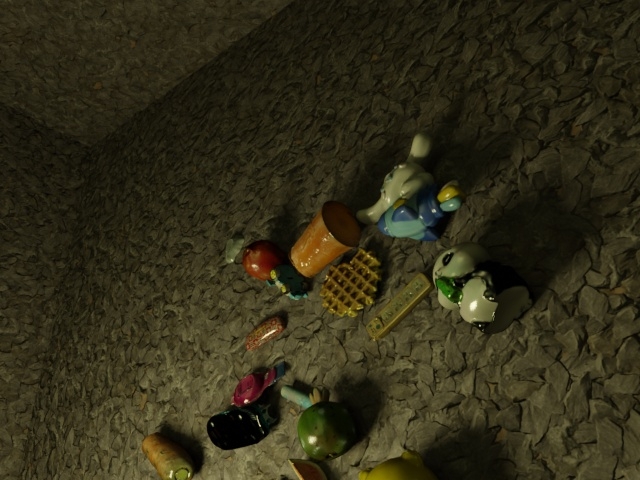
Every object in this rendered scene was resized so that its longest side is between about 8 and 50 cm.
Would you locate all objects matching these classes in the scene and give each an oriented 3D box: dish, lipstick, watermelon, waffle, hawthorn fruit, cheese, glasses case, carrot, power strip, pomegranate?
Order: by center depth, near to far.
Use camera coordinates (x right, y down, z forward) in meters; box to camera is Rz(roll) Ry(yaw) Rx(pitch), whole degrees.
[{"bbox_3d":[0.013,0.562,1.598,0.187,0.187,0.225,-41,37,18],"label":"pomegranate"},{"bbox_3d":[-0.034,0.755,1.608,0.163,0.087,0.069,35,113,53],"label":"watermelon"},{"bbox_3d":[0.251,0.217,1.648,0.305,0.044,0.064,-47,47,13],"label":"power strip"},{"bbox_3d":[-0.066,0.538,1.758,0.158,0.048,0.048,10,76,43],"label":"lipstick"},{"bbox_3d":[0.103,0.144,1.803,0.253,0.056,0.249,-5,66,40],"label":"waffle"},{"bbox_3d":[0.000,0.000,1.844,0.254,0.196,0.196,-39,48,35],"label":"carrot"},{"bbox_3d":[-0.228,0.528,1.883,0.244,0.062,0.155,-33,26,9],"label":"cheese"},{"bbox_3d":[-0.219,0.354,1.979,0.194,0.049,0.073,-36,50,22],"label":"glasses case"},{"bbox_3d":[-0.586,0.847,1.997,0.302,0.139,0.138,16,80,51],"label":"carrot"},{"bbox_3d":[-0.235,0.078,2.033,0.169,0.188,0.169,-23,57,40],"label":"hawthorn fruit"},{"bbox_3d":[-0.398,0.032,2.298,0.091,0.039,0.137,8,74,42],"label":"dish"}]

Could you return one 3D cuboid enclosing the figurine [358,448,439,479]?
[{"bbox_3d":[0.227,0.719,1.294,0.324,0.231,0.340,-37,55,20],"label":"figurine"}]

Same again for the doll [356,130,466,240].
[{"bbox_3d":[0.290,-0.135,1.687,0.365,0.187,0.376,-118,40,-50],"label":"doll"}]

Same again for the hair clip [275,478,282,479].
[{"bbox_3d":[-0.107,0.853,1.642,0.220,0.054,0.140,3,59,38],"label":"hair clip"}]

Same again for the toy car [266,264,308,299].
[{"bbox_3d":[-0.122,0.175,1.953,0.161,0.126,0.098,57,131,31],"label":"toy car"}]

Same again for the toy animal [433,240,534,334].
[{"bbox_3d":[0.425,0.123,1.430,0.267,0.212,0.212,37,95,41],"label":"toy animal"}]

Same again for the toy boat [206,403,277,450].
[{"bbox_3d":[-0.288,0.667,1.864,0.299,0.092,0.134,-26,87,37],"label":"toy boat"}]
